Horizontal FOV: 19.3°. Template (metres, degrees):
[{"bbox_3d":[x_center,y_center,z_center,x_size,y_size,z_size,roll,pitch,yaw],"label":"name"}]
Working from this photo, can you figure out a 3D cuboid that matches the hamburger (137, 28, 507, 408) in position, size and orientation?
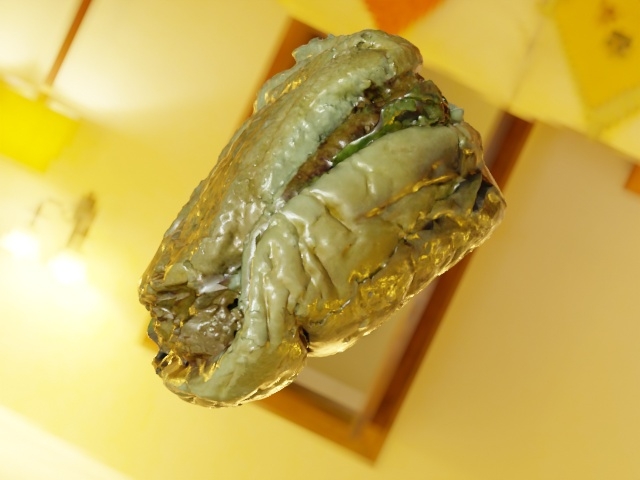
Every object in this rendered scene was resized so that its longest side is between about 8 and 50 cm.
[{"bbox_3d":[0.000,0.000,0.915,0.130,0.206,0.183,37,168,-7],"label":"hamburger"}]
